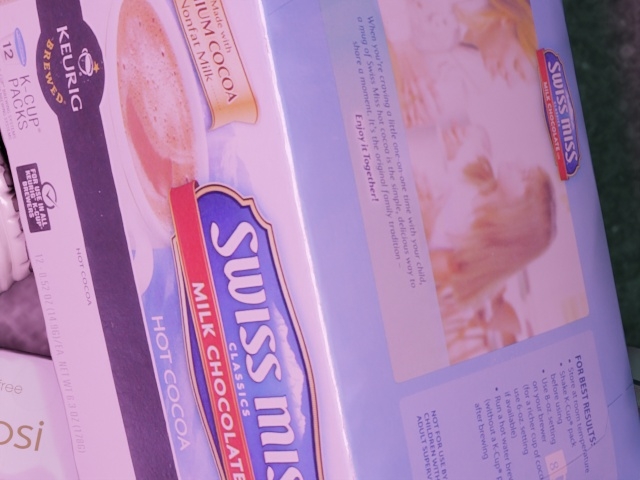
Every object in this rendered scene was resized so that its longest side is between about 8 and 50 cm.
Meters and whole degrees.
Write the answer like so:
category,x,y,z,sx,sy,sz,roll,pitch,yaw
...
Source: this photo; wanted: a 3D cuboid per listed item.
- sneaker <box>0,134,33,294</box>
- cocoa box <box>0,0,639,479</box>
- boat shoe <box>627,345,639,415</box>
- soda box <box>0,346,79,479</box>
category,x,y,z,sx,sy,sz,roll,pitch,yaw
sneaker,-0.253,-0.087,1.019,0.118,0.107,0.279,-24,95,-7
cocoa box,0.000,0.000,1.002,0.231,0.228,0.347,-15,96,-43
boat shoe,0.271,0.170,1.200,0.258,0.095,0.084,40,74,-14
soda box,-0.223,0.088,1.044,0.216,0.069,0.074,12,86,-19
